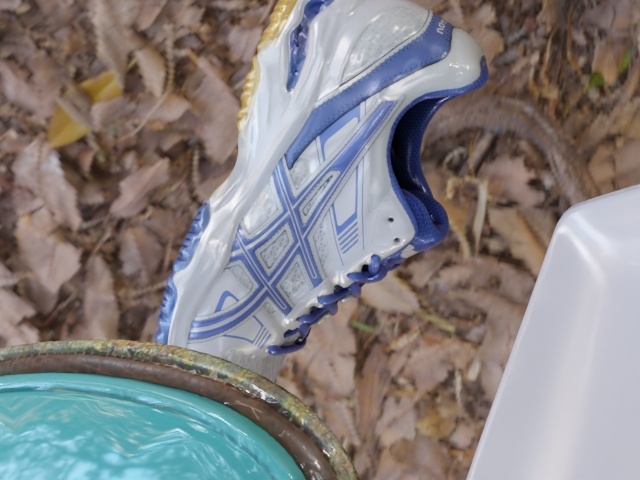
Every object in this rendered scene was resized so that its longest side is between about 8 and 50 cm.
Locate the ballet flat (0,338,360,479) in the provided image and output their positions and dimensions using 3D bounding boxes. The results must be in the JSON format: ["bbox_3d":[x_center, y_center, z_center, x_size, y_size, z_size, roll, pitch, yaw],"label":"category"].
[{"bbox_3d":[-0.127,0.108,0.480,0.348,0.123,0.123,-19,108,23],"label":"ballet flat"}]

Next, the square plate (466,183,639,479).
[{"bbox_3d":[0.179,0.108,0.575,0.049,0.347,0.344,33,155,-23],"label":"square plate"}]

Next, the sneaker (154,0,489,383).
[{"bbox_3d":[0.000,0.000,0.797,0.131,0.112,0.296,23,106,13],"label":"sneaker"}]
